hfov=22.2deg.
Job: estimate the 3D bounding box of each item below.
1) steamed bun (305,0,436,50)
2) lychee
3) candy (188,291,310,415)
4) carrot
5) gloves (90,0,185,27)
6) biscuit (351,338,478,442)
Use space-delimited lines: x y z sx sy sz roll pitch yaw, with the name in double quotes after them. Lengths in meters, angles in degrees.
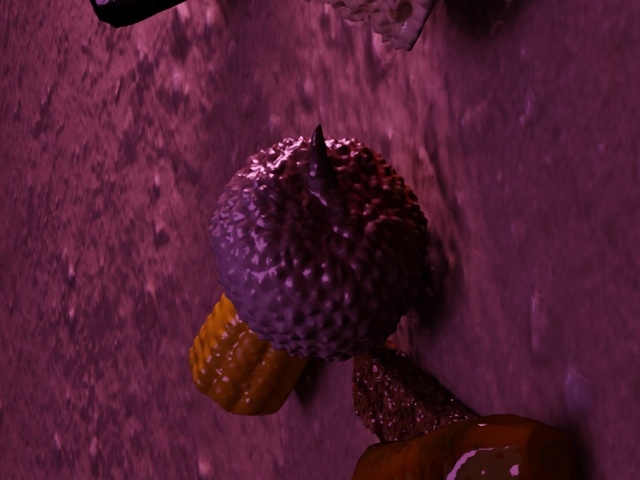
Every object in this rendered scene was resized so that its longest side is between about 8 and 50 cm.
0.011 -0.267 1.105 0.272 0.273 0.290 47 162 -9 "steamed bun"
0.000 0.000 1.192 0.197 0.165 0.165 99 159 -52 "lychee"
-0.041 0.062 1.398 0.106 0.094 0.199 -103 30 -41 "candy"
0.085 0.157 1.049 0.173 0.082 0.082 -17 73 43 "carrot"
-0.139 -0.341 1.554 0.301 0.152 0.197 -37 78 56 "gloves"
0.071 0.130 1.189 0.199 0.034 0.064 -139 51 -63 "biscuit"
